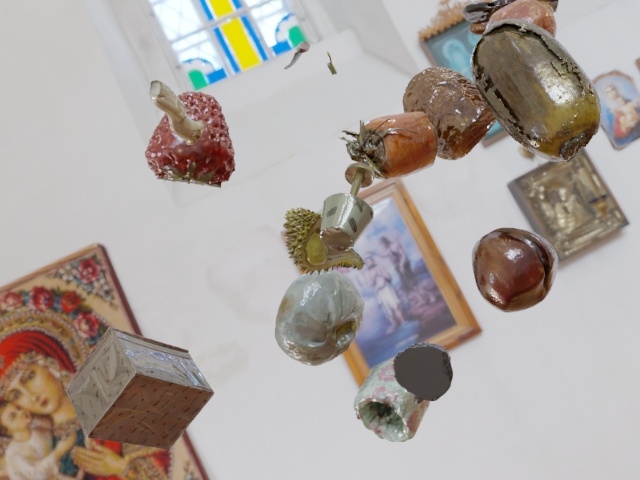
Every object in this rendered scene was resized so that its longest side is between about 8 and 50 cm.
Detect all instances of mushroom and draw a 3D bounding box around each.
[{"bbox_3d":[-0.310,-0.276,1.435,0.054,0.059,0.202,-4,-25,15],"label":"mushroom"}]

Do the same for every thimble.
[{"bbox_3d":[0.199,0.427,1.785,0.149,0.185,0.211,-51,-7,-41],"label":"thimble"}]

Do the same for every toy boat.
[{"bbox_3d":[-0.086,-0.603,2.211,0.122,0.034,0.096,-47,2,33],"label":"toy boat"}]

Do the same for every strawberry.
[{"bbox_3d":[-0.451,-0.372,2.382,0.318,0.345,0.295,7,-3,4],"label":"strawberry"}]

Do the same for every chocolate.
[{"bbox_3d":[0.231,0.302,1.534,0.126,0.148,0.343,5,-9,8],"label":"chocolate"}]

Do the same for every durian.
[{"bbox_3d":[0.000,0.000,1.805,0.166,0.172,0.306,-32,-45,18],"label":"durian"}]

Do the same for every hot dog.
[{"bbox_3d":[0.430,-0.428,2.227,0.267,0.387,0.174,-43,-44,10],"label":"hot dog"},{"bbox_3d":[0.645,-0.729,2.232,0.326,0.107,0.194,-8,-8,8],"label":"hot dog"}]

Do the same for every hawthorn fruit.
[{"bbox_3d":[0.501,-0.512,1.698,0.179,0.179,0.200,-36,13,52],"label":"hawthorn fruit"}]

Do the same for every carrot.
[{"bbox_3d":[0.218,-0.280,1.994,0.331,0.193,0.214,-14,12,-29],"label":"carrot"}]

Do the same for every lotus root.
[{"bbox_3d":[0.448,-0.333,1.419,0.196,0.397,0.179,-39,-35,20],"label":"lotus root"}]

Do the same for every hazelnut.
[{"bbox_3d":[0.396,0.054,1.367,0.204,0.178,0.178,-26,-6,-41],"label":"hazelnut"}]

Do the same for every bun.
[{"bbox_3d":[0.007,0.273,2.305,0.362,0.361,0.211,-22,35,-25],"label":"bun"}]

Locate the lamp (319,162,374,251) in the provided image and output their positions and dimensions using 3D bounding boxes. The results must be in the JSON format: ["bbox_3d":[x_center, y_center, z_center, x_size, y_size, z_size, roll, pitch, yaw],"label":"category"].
[{"bbox_3d":[0.067,-0.079,1.530,0.121,0.121,0.214,-34,28,45],"label":"lamp"}]

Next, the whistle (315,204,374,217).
[{"bbox_3d":[0.068,-0.065,2.236,0.258,0.067,0.126,-18,-50,-29],"label":"whistle"}]

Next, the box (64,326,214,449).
[{"bbox_3d":[-0.486,0.408,1.801,0.225,0.190,0.297,-52,-42,6],"label":"box"}]

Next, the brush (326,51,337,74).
[{"bbox_3d":[0.029,-0.540,2.024,0.021,0.018,0.083,-14,-38,13],"label":"brush"}]
